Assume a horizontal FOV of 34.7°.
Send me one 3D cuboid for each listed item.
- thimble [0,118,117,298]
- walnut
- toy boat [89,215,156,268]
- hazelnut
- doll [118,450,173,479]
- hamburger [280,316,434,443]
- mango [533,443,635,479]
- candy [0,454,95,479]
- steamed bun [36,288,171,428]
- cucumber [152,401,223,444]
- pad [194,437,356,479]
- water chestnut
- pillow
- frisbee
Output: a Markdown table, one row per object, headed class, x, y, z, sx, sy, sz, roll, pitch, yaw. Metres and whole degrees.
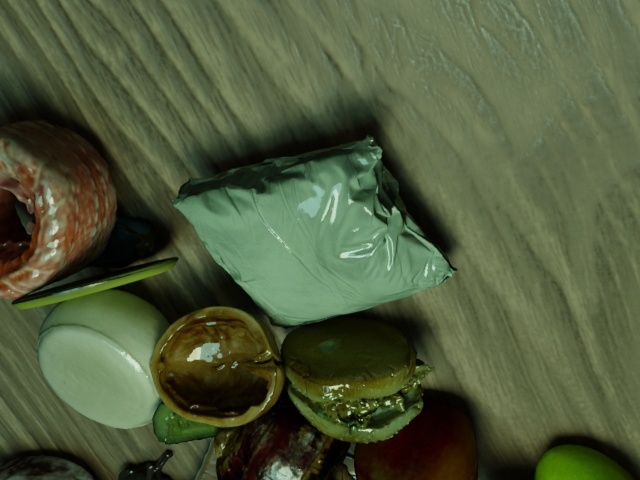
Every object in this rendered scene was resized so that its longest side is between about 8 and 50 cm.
| class | x | y | z | sx | sy | sz | roll | pitch | yaw |
| --- | --- | --- | --- | --- | --- | --- | --- | --- | --- |
| thimble | -0.406 | -0.045 | 1.399 | 0.239 | 0.162 | 0.239 | 6 | 107 | 22 |
| walnut | -0.132 | 0.175 | 1.448 | 0.211 | 0.087 | 0.167 | 0 | 88 | 28 |
| toy boat | -0.318 | 0.010 | 1.501 | 0.186 | 0.077 | 0.075 | -7 | 121 | 20 |
| hazelnut | 0.143 | 0.343 | 1.536 | 0.208 | 0.208 | 0.208 | 7 | 126 | 10 |
| doll | -0.288 | 0.441 | 1.814 | 0.139 | 0.057 | 0.165 | 38 | 127 | -14 |
| hamburger | 0.040 | 0.192 | 1.464 | 0.215 | 0.189 | 0.122 | 30 | 133 | 45 |
| mango | 0.420 | 0.436 | 1.565 | 0.186 | 0.149 | 0.272 | 3 | 121 | 17 |
| candy | -0.506 | 0.495 | 1.850 | 0.290 | 0.157 | 0.214 | -12 | 106 | 30 |
| steamed bun | -0.310 | 0.168 | 1.568 | 0.232 | 0.145 | 0.231 | 14 | 131 | 17 |
| cucumber | -0.190 | 0.263 | 1.570 | 0.062 | 0.211 | 0.077 | 13 | 91 | 29 |
| pad | -0.076 | 0.444 | 1.741 | 0.287 | 0.018 | 0.284 | 22 | 112 | -4 |
| water chestnut | -0.038 | 0.339 | 1.572 | 0.238 | 0.224 | 0.223 | 32 | 128 | 11 |
| pillow | 0.000 | 0.000 | 1.375 | 0.310 | 0.138 | 0.283 | -14 | 128 | 25 |
| frisbee | -0.312 | 0.060 | 1.433 | 0.236 | 0.236 | 0.017 | -13 | 93 | 23 |
